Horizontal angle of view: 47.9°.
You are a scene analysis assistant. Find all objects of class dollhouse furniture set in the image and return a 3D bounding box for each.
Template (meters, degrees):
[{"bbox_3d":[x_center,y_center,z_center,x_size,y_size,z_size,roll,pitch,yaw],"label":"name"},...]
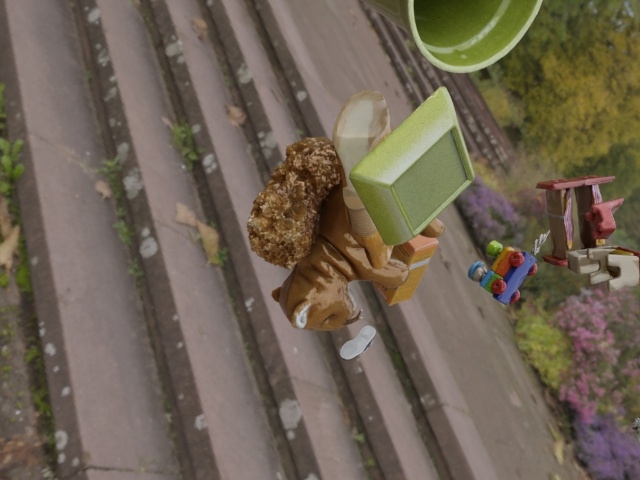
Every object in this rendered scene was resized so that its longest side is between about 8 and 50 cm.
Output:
[{"bbox_3d":[0.620,-0.030,1.594,0.374,0.152,0.201,-119,-158,-81],"label":"dollhouse furniture set"}]

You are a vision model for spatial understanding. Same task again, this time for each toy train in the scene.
[{"bbox_3d":[0.522,0.040,1.987,0.105,0.248,0.143,28,6,-45],"label":"toy train"}]

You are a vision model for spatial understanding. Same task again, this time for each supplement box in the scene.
[{"bbox_3d":[0.209,0.061,1.785,0.078,0.080,0.233,54,-31,29],"label":"supplement box"}]

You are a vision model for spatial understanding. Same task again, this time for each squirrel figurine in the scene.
[{"bbox_3d":[0.000,0.000,1.536,0.397,0.370,0.281,33,8,-29],"label":"squirrel figurine"}]

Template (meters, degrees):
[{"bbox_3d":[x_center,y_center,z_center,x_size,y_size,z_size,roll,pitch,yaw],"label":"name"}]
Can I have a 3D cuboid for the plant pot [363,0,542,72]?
[{"bbox_3d":[0.180,-0.442,1.173,0.254,0.276,0.276,42,-6,47],"label":"plant pot"}]

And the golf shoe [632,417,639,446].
[{"bbox_3d":[0.771,0.414,1.557,0.069,0.176,0.086,-38,113,-77],"label":"golf shoe"}]

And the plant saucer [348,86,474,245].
[{"bbox_3d":[0.148,-0.092,1.036,0.045,0.188,0.188,40,-10,40],"label":"plant saucer"}]

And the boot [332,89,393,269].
[{"bbox_3d":[0.091,-0.112,1.355,0.211,0.104,0.295,66,25,-57],"label":"boot"}]

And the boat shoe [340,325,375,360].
[{"bbox_3d":[0.088,0.250,1.706,0.125,0.046,0.038,-43,148,-44],"label":"boat shoe"}]
